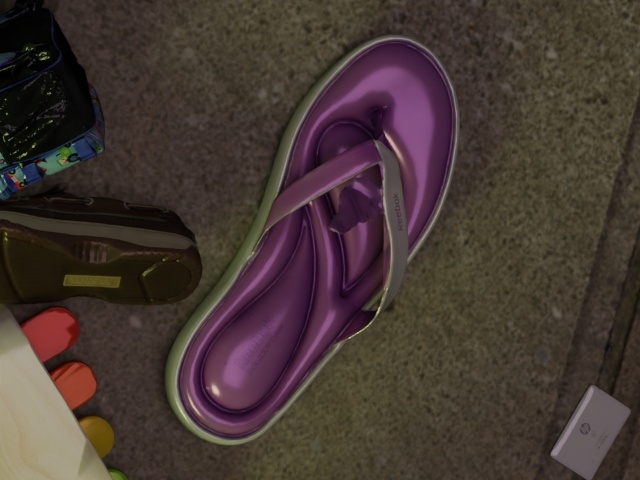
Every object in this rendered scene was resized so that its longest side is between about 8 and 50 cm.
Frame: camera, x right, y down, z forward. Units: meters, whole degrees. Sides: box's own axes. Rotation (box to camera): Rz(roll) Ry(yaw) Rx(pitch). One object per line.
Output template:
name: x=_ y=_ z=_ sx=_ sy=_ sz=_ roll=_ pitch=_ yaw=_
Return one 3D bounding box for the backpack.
backpack: x=-0.279 y=-0.105 z=1.343 sx=0.173 sy=0.158 sz=0.117 roll=-27 pitch=120 yaw=-1

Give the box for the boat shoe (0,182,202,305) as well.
boat shoe: x=-0.234 y=-0.002 z=1.399 sx=0.257 sy=0.095 sz=0.095 roll=9 pitch=130 yaw=-24

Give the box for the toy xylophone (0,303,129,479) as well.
toy xylophone: x=-0.277 y=0.214 z=1.398 sx=0.236 sy=0.081 sz=0.323 roll=-23 pitch=100 yaw=-13

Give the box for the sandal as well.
sandal: x=0.013 y=0.007 z=1.464 sx=0.169 sy=0.102 sz=0.416 roll=30 pitch=84 yaw=-17

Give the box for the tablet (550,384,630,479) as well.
tablet: x=0.269 y=0.191 z=1.607 sx=0.054 sy=0.006 sz=0.083 roll=33 pitch=83 yaw=-16
